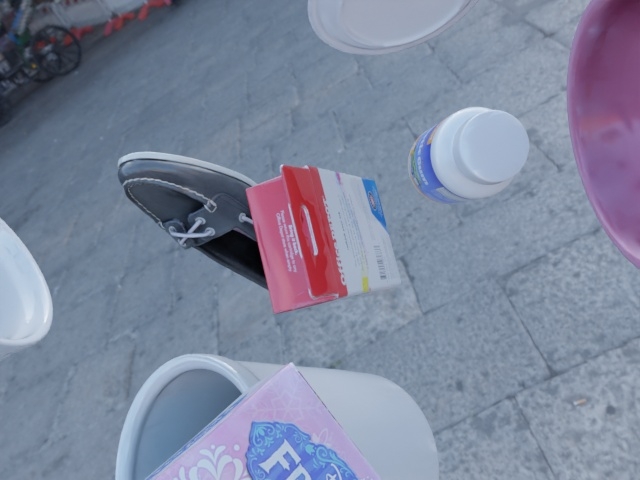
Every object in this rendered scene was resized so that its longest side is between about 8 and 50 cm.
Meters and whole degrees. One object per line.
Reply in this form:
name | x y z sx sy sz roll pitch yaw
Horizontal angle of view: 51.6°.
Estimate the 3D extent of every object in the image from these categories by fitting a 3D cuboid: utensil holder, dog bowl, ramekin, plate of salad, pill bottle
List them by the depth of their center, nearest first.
plate of salad | 0.081 -0.263 0.676 0.199 0.200 0.048 -23 68 18
dog bowl | 0.409 -0.128 0.704 0.150 0.408 0.408 -15 31 -3
ramekin | -0.490 0.055 0.834 0.135 0.277 0.277 -36 30 4
utensil holder | -0.051 0.346 0.986 0.327 0.385 0.328 -12 71 38
pill bottle | 0.252 -0.145 1.141 0.152 0.152 0.272 -36 3 -4

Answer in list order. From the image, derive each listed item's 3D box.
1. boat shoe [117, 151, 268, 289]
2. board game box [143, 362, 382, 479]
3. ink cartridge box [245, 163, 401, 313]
boat shoe | -0.100 -0.005 0.808 0.112 0.335 0.096 -15 62 36
board game box | -0.032 0.272 0.276 0.318 0.319 0.066 -37 -3 -38
ink cartridge box | 0.000 0.000 0.706 0.077 0.134 0.231 -17 -8 25
